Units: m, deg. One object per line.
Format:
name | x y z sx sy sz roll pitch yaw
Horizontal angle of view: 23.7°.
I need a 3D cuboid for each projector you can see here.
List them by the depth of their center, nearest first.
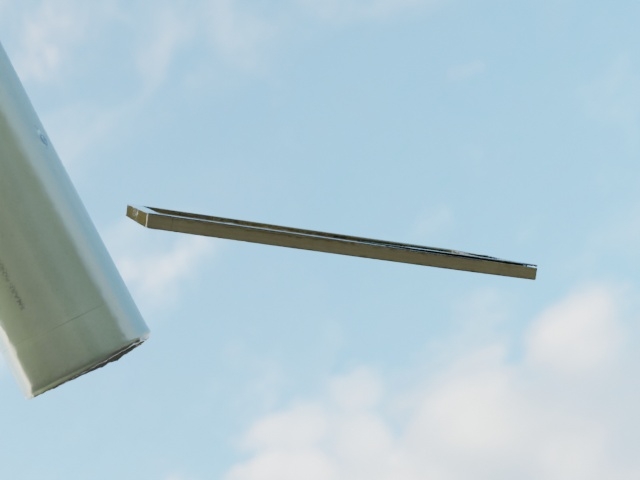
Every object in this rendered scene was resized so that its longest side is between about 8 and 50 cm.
projector | -0.245 -0.052 1.128 0.108 0.337 0.108 -28 -1 -1

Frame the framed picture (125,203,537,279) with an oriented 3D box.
framed picture | 0.000 0.000 0.819 0.201 0.136 0.010 8 -89 -12
